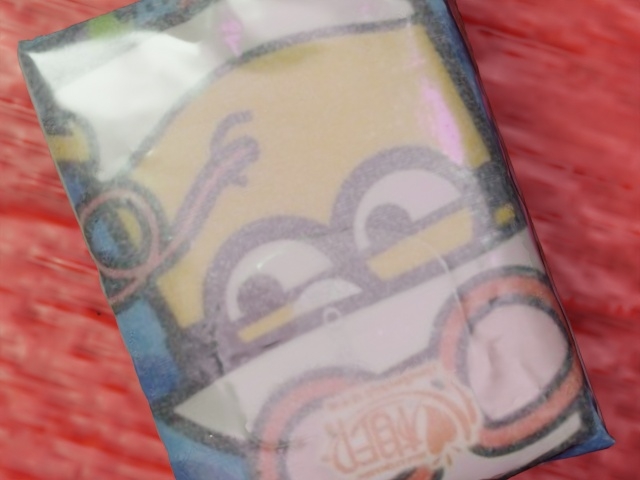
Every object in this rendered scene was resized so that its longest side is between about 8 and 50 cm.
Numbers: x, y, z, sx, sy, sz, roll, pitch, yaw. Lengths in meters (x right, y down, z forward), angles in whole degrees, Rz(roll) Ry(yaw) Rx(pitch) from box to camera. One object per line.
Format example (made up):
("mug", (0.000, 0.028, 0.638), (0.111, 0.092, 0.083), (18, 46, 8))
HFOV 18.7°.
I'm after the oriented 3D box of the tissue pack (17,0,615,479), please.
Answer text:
("tissue pack", (0.000, 0.000, 0.525), (0.115, 0.065, 0.155), (-20, 86, 2))
